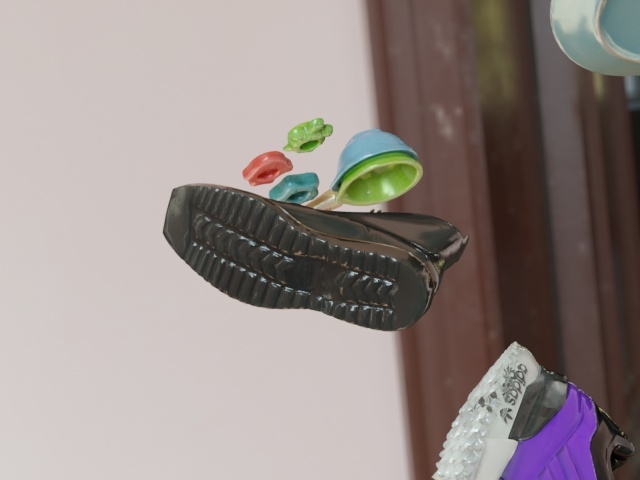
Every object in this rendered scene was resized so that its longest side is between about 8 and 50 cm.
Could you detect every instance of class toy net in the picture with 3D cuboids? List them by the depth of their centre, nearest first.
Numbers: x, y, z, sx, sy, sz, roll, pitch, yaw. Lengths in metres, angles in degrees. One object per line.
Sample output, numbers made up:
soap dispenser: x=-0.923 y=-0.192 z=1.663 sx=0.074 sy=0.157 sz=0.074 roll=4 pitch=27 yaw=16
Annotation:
toy net: x=-0.025 y=-0.021 z=1.570 sx=0.122 sy=0.045 sz=0.232 roll=-1 pitch=-29 yaw=-39

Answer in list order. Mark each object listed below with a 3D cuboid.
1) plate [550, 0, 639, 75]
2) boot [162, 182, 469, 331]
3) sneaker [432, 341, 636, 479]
plate: x=0.269 y=-0.191 z=1.528 sx=0.188 sy=0.188 sz=0.024 roll=-7 pitch=48 yaw=-13
boot: x=0.000 y=0.000 z=1.410 sx=0.198 sy=0.077 sz=0.137 roll=23 pitch=23 yaw=13
sneaker: x=0.132 y=0.203 z=1.255 sx=0.102 sy=0.146 sz=0.293 roll=-52 pitch=7 yaw=49
